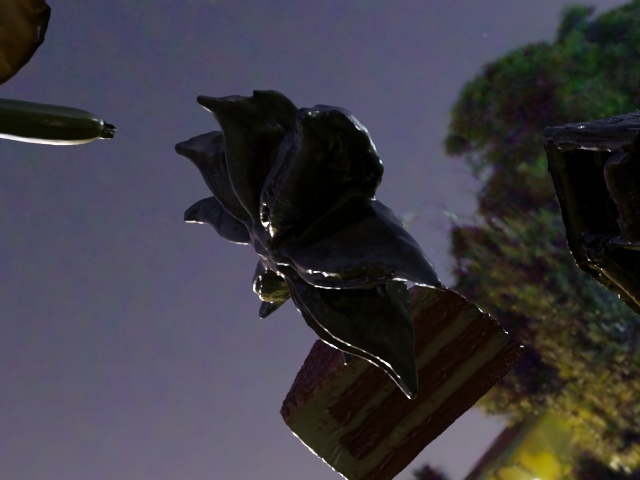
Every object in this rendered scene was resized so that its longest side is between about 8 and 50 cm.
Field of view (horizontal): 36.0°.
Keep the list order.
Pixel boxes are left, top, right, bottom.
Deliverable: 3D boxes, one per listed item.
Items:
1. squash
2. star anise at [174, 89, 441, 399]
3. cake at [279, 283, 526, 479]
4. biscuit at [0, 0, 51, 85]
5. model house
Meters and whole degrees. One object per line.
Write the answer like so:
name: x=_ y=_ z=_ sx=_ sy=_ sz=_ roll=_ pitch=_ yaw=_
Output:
squash: x=-0.453 y=-0.191 z=1.590 sx=0.252 sy=0.066 sz=0.066 roll=4 pitch=-45 yaw=-21
star anise: x=0.000 y=0.000 z=0.502 sx=0.061 sy=0.181 sz=0.204 roll=-35 pitch=-36 yaw=-23
cake: x=0.076 y=0.166 z=1.096 sx=0.159 sy=0.158 sz=0.262 roll=-56 pitch=9 yaw=-36
biscuit: x=-0.449 y=-0.293 z=1.096 sx=0.296 sy=0.102 sz=0.296 roll=1 pitch=-91 yaw=-45
model house: x=0.434 y=-0.022 z=1.013 sx=0.297 sy=0.283 sz=0.317 roll=-34 pitch=-66 yaw=-42
